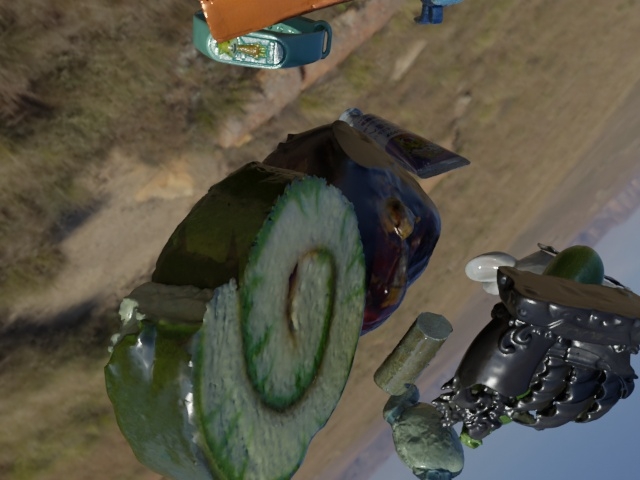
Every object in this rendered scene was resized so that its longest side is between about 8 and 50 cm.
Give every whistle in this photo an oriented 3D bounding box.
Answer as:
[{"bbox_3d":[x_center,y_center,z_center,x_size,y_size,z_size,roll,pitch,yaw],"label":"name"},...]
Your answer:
[{"bbox_3d":[0.211,-0.493,1.670,0.093,0.180,0.269,-12,-156,-12],"label":"whistle"}]

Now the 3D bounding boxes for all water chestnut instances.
[{"bbox_3d":[0.000,0.000,1.334,0.346,0.335,0.335,-31,178,31],"label":"water chestnut"}]

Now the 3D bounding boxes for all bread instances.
[{"bbox_3d":[-0.082,0.095,0.986,0.382,0.129,0.367,2,96,-62],"label":"bread"}]

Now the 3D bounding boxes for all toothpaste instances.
[{"bbox_3d":[0.141,-0.179,1.660,0.114,0.299,0.073,-17,121,-29],"label":"toothpaste"}]

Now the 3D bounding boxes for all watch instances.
[{"bbox_3d":[-0.102,-0.344,1.506,0.195,0.237,0.068,-72,168,-63],"label":"watch"}]

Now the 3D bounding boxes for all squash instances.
[{"bbox_3d":[0.319,0.152,1.316,0.379,0.101,0.101,-49,171,-25],"label":"squash"}]

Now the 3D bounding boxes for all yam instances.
[{"bbox_3d":[0.119,0.151,1.161,0.054,0.054,0.132,-32,159,-51],"label":"yam"}]

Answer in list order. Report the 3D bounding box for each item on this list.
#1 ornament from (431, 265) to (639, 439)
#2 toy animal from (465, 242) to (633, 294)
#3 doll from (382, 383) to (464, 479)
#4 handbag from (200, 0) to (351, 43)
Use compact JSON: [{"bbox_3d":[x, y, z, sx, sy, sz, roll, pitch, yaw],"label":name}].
[{"bbox_3d":[0.287,0.173,1.144,0.106,0.251,0.261,-107,-150,-61],"label":"ornament"},{"bbox_3d":[0.460,0.106,1.751,0.154,0.325,0.208,-62,148,-4],"label":"toy animal"},{"bbox_3d":[0.162,0.309,1.357,0.103,0.214,0.071,-1,143,-37],"label":"doll"},{"bbox_3d":[-0.074,-0.477,1.115,0.303,0.116,0.410,-19,130,-1],"label":"handbag"}]
